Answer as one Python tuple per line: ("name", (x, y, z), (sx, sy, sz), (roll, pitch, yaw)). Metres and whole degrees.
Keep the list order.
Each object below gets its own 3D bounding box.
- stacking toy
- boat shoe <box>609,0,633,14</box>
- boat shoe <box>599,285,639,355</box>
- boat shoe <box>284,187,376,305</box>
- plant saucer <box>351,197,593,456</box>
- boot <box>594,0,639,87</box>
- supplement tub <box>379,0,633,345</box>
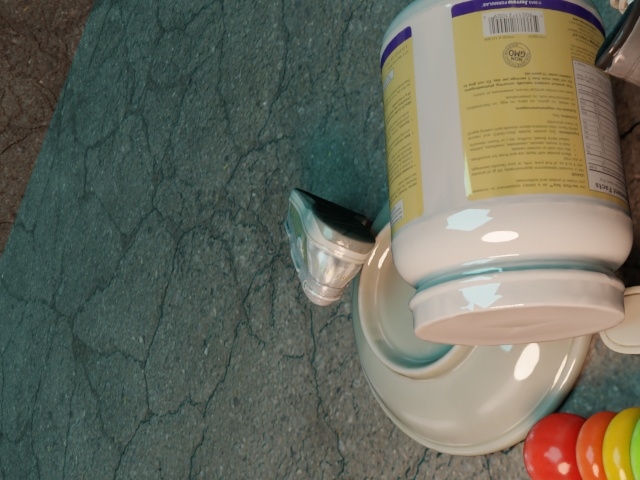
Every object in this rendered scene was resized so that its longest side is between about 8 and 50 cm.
("stacking toy", (0.329, 0.204, 0.837), (0.330, 0.141, 0.141), (-15, 70, 53))
("boat shoe", (0.349, -0.286, 0.916), (0.156, 0.135, 0.367), (0, 79, 50))
("boat shoe", (0.390, 0.080, 0.824), (0.254, 0.079, 0.095), (-15, 72, 51))
("boat shoe", (0.002, 0.001, 1.205), (0.320, 0.118, 0.103), (-120, 53, -75))
("plant saucer", (0.152, 0.067, 1.104), (0.400, 0.100, 0.401), (-16, 69, 48))
("boot", (0.326, -0.100, 0.757), (0.338, 0.222, 0.118), (-57, 2, -19))
("supplement tub", (0.187, -0.073, 0.898), (0.241, 0.241, 0.332), (-20, 66, 47))
